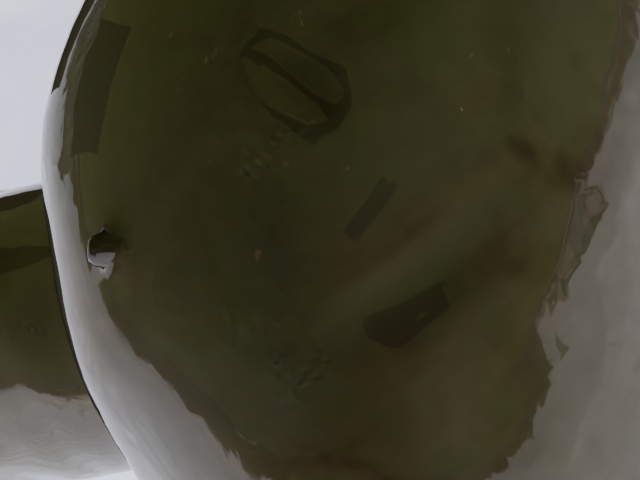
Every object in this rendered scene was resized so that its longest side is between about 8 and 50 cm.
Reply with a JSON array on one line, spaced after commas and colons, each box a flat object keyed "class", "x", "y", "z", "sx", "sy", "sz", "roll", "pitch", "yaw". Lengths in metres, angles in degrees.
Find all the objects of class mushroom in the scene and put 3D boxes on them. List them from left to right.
[{"class": "mushroom", "x": 0.000, "y": 0.000, "z": 0.491, "sx": 0.290, "sy": 0.292, "sz": 0.292, "roll": -3, "pitch": -127, "yaw": 37}]
